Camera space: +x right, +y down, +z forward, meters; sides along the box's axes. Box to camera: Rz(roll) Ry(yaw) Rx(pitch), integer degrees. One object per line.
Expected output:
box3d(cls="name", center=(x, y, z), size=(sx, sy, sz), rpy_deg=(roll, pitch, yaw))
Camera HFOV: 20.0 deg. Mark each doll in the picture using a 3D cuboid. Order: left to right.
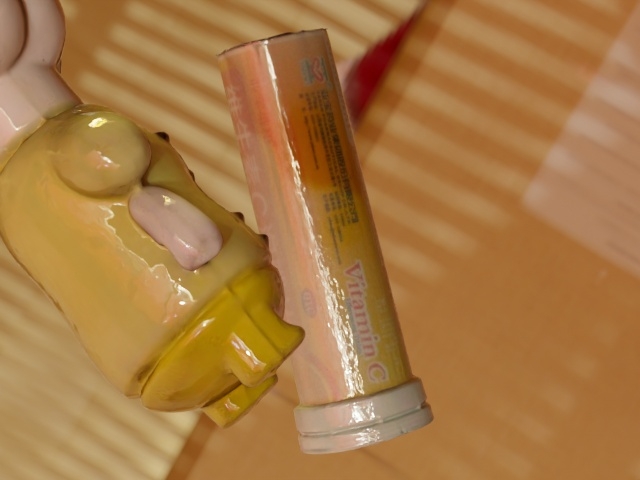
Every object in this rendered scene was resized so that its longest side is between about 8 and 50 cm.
box3d(cls="doll", center=(-0.071, -0.016, 0.536), size=(0.162, 0.062, 0.106), rpy_deg=(47, 154, 7))

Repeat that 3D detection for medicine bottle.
box3d(cls="medicine bottle", center=(0.000, 0.000, 0.967), size=(0.074, 0.218, 0.074), rpy_deg=(-14, -179, 0))
